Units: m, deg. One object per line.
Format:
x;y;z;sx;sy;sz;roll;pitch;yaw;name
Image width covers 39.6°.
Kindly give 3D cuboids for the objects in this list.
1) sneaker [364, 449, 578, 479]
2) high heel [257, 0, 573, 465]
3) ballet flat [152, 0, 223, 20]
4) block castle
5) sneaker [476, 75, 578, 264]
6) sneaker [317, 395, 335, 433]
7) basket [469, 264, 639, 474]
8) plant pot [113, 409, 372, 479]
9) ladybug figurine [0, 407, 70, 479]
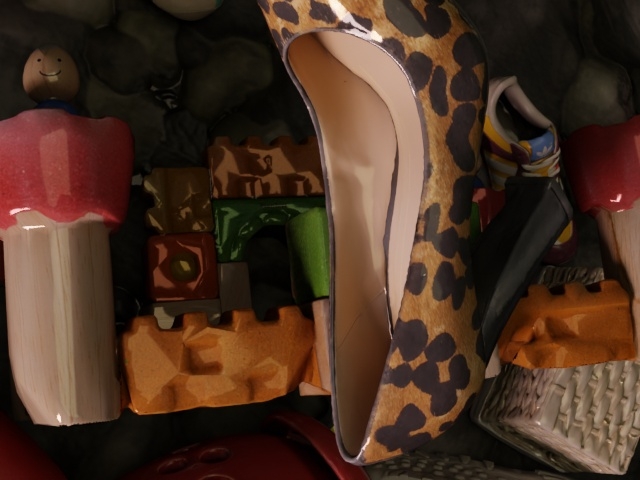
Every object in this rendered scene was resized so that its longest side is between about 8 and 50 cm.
0.141;0.243;0.759;0.235;0.090;0.095;15;98;-10;sneaker
0.007;-0.027;0.422;0.261;0.093;0.186;46;66;-21;high heel
-0.175;-0.283;0.727;0.248;0.086;0.086;36;73;-10;ballet flat
0.000;0.000;0.628;0.453;0.303;0.213;-3;81;-20;block castle
0.190;-0.062;0.815;0.069;0.084;0.186;-33;93;-20;sneaker
0.013;0.165;0.756;0.035;0.031;0.083;12;81;6;sneaker
0.229;0.113;0.793;0.113;0.103;0.167;31;73;-13;basket
-0.050;0.225;0.641;0.174;0.191;0.191;-27;91;-26;plant pot
-0.264;0.199;0.540;0.449;0.305;0.162;49;29;-10;ladybug figurine
